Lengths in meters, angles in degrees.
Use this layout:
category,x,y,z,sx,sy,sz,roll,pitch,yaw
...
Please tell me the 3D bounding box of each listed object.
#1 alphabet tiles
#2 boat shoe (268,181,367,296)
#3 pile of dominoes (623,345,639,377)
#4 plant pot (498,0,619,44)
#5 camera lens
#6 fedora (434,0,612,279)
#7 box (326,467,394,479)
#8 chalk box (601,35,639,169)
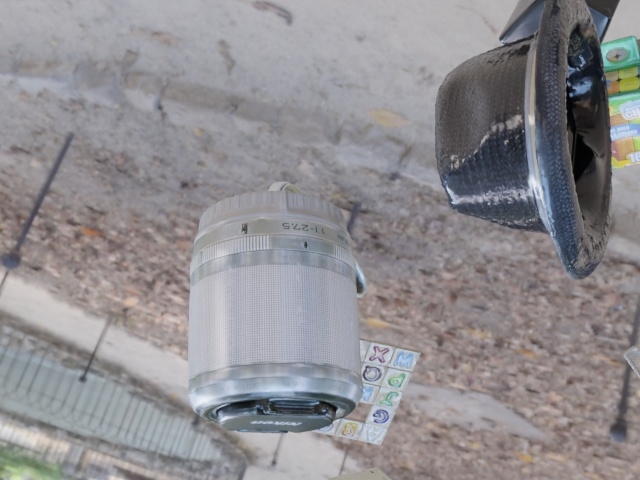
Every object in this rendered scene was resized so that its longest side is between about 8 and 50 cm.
category,x,y,z,sx,sy,sz,roll,pitch,yaw
alphabet tiles,0.012,0.223,1.327,0.237,0.009,0.198,13,121,-9
boat shoe,0.000,0.000,1.703,0.094,0.109,0.302,-4,134,38
pile of dominoes,0.669,0.231,1.493,0.251,0.196,0.040,56,-176,11
plant pot,0.500,-0.461,1.710,0.187,0.188,0.167,31,151,-1
camera lens,-0.060,0.101,1.110,0.219,0.274,0.219,-2,157,-1
fedora,0.214,-0.112,0.919,0.152,0.334,0.334,-5,150,27
box,0.071,0.576,1.650,0.148,0.232,0.127,2,-161,-44
chalk box,0.685,-0.325,1.923,0.180,0.179,0.289,-9,139,26
